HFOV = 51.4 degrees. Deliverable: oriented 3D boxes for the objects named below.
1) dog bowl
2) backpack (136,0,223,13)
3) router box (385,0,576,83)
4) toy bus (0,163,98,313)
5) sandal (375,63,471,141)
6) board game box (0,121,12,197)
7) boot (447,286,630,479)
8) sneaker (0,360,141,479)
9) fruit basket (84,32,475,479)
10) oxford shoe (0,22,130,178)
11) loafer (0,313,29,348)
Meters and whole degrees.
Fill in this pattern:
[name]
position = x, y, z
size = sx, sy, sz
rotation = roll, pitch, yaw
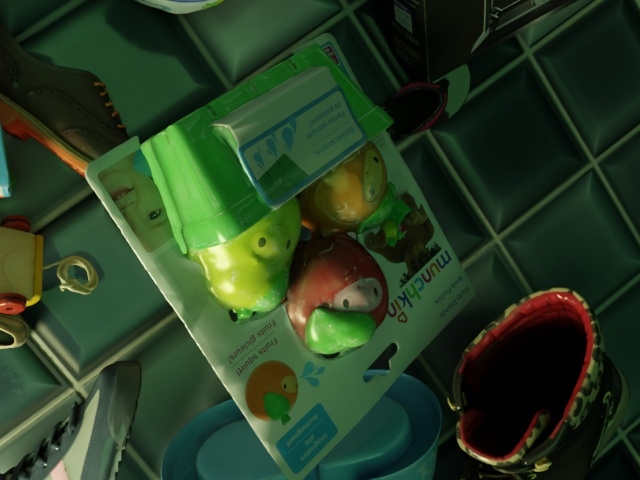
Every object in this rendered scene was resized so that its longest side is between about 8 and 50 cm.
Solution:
[dog bowl]
position = -0.014, 0.232, 0.709
size = 0.298, 0.166, 0.074
rotation = -13, 116, 1
[backpack]
position = -0.100, -0.391, 0.623
size = 0.355, 0.273, 0.290
rotation = -45, 110, 6
[router box]
position = 0.209, -0.340, 0.693
size = 0.309, 0.081, 0.243
rotation = -30, 145, -10
[toy bus]
position = -0.362, 0.028, 0.649
size = 0.104, 0.191, 0.202
rotation = -31, 101, 36
[sandal]
position = 0.107, -0.152, 0.778
size = 0.179, 0.040, 0.067
rotation = -32, 101, -9
[board game box]
position = -0.426, -0.169, 0.515
size = 0.302, 0.086, 0.308
rotation = -10, 93, -24
[boot]
position = 0.201, 0.242, 0.711
size = 0.377, 0.138, 0.284
rotation = -51, 143, -8
[sneaker]
position = -0.291, 0.259, 0.682
size = 0.131, 0.112, 0.318
rotation = 24, 88, -17
[fruit basket]
position = 0.000, 0.000, 0.663
size = 0.327, 0.165, 0.353
rotation = -38, 99, -32
[oxford shoe]
position = -0.234, -0.118, 0.676
size = 0.271, 0.097, 0.098
rotation = 32, 81, -14
[loafer]
position = -0.370, 0.090, 0.686
size = 0.125, 0.039, 0.045
rotation = 8, 93, -14
